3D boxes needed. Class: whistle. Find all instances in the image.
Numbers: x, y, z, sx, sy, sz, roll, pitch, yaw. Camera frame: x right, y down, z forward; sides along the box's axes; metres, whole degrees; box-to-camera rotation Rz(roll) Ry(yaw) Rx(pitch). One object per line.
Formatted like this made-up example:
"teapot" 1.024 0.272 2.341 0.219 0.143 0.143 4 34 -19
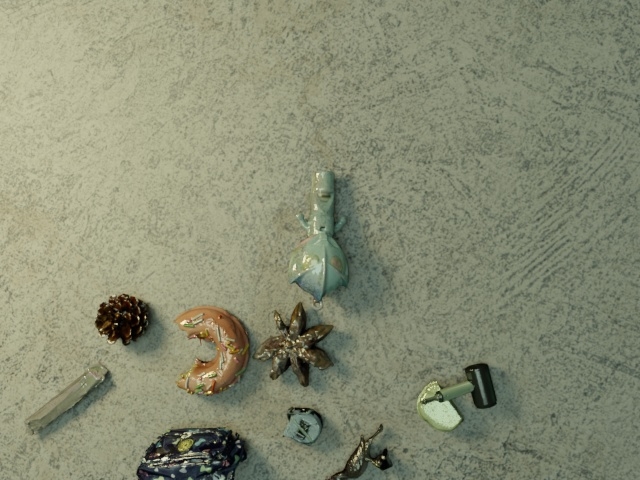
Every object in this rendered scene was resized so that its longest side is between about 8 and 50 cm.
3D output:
"whistle" -0.001 0.000 1.374 0.142 0.134 0.346 0 78 11

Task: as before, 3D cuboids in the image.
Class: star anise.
"star anise" -0.056 0.272 1.387 0.197 0.073 0.212 27 94 10

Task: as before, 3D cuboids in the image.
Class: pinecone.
"pinecone" -0.520 0.204 1.430 0.140 0.121 0.140 -2 81 13

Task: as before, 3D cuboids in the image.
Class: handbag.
"handbag" -0.321 0.537 1.374 0.260 0.162 0.113 -7 101 8

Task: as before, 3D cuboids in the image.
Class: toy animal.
"toy animal" 0.096 0.551 1.370 0.202 0.070 0.105 -38 73 10

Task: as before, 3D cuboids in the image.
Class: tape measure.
"tape measure" -0.042 0.462 1.387 0.094 0.054 0.091 11 95 10

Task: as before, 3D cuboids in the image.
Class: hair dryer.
"hair dryer" 0.322 0.363 1.309 0.198 0.057 0.100 -11 85 -18

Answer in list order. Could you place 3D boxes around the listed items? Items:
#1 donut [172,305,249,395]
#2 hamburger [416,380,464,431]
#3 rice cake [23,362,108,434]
"donut" -0.282 0.284 1.412 0.199 0.085 0.232 -4 89 6
"hamburger" 0.283 0.411 1.348 0.084 0.054 0.121 -35 81 9
"rice cake" -0.682 0.424 1.479 0.270 0.049 0.055 -40 105 5
